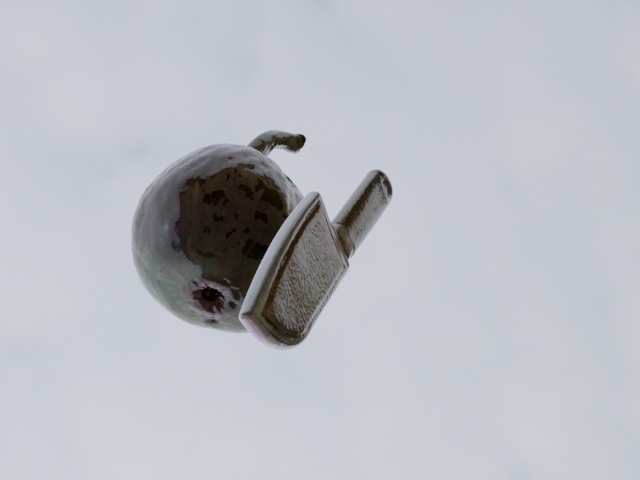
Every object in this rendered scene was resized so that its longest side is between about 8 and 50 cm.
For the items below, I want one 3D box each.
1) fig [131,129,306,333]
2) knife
[{"bbox_3d":[-0.055,-0.035,1.132,0.149,0.149,0.245,50,-146,-23],"label":"fig"},{"bbox_3d":[-0.001,0.000,0.713,0.256,0.022,0.046,-52,-53,-67],"label":"knife"}]
